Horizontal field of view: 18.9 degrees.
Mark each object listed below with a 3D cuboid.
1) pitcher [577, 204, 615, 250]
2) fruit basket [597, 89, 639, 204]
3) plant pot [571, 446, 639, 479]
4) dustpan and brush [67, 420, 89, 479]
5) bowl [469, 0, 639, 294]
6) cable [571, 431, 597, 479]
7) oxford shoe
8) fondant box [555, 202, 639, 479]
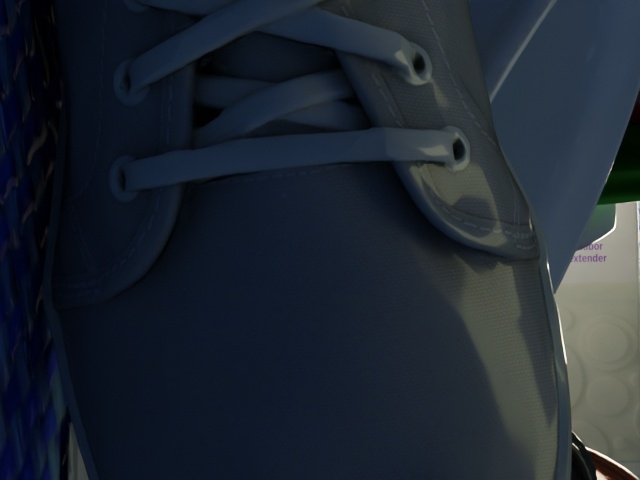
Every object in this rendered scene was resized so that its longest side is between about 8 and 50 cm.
[{"bbox_3d":[0.139,-0.070,1.604,0.125,0.207,0.177,75,15,-62],"label":"pitcher"},{"bbox_3d":[0.182,-0.152,1.322,0.392,0.392,0.283,-66,155,-72],"label":"fruit basket"},{"bbox_3d":[0.137,0.300,1.448,0.265,0.272,0.272,-9,98,-74],"label":"plant pot"},{"bbox_3d":[-0.045,0.138,0.758,0.211,0.060,0.147,43,45,-81],"label":"dustpan and brush"},{"bbox_3d":[0.023,-0.022,0.821,0.298,0.134,0.298,-53,160,-30],"label":"bowl"},{"bbox_3d":[0.093,0.084,1.326,0.072,0.139,0.287,-66,137,-72],"label":"cable"},{"bbox_3d":[-0.018,-0.055,0.614,0.130,0.169,0.449,72,12,-74],"label":"oxford shoe"},{"bbox_3d":[0.204,0.115,1.942,0.096,0.238,0.330,64,26,-68],"label":"fondant box"}]
